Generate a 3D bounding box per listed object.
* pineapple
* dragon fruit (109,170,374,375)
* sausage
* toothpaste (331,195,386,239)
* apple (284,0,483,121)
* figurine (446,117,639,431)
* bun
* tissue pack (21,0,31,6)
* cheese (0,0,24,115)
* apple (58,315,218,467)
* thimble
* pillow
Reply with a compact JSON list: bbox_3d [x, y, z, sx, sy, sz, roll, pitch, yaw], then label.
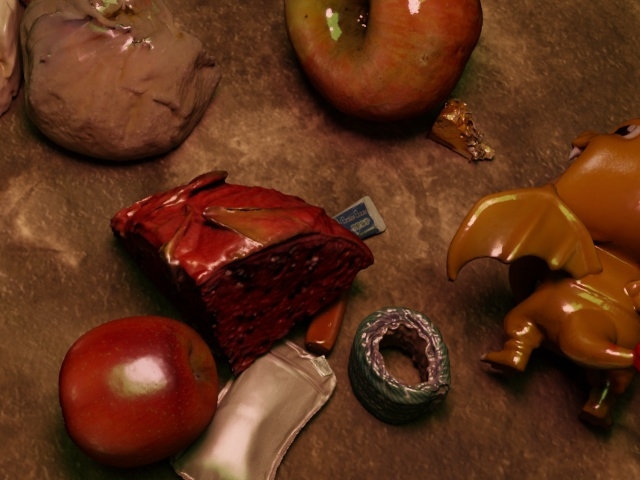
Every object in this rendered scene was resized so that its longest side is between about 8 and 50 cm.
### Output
[{"bbox_3d":[0.202,-0.152,1.774,0.077,0.114,0.114,-44,88,11],"label":"pineapple"},{"bbox_3d":[-0.154,0.027,1.545,0.330,0.302,0.240,18,89,34],"label":"dragon fruit"},{"bbox_3d":[0.013,0.089,1.609,0.041,0.039,0.131,12,57,9],"label":"sausage"},{"bbox_3d":[0.000,0.000,1.666,0.197,0.035,0.057,-27,82,-23],"label":"toothpaste"},{"bbox_3d":[0.099,-0.315,1.737,0.250,0.277,0.309,1,68,-54],"label":"apple"},{"bbox_3d":[0.401,0.035,1.560,0.401,0.268,0.387,24,72,20],"label":"figurine"},{"bbox_3d":[-0.290,-0.253,1.682,0.281,0.205,0.282,2,60,-4],"label":"bun"},{"bbox_3d":[-0.383,-0.401,1.842,0.155,0.065,0.115,-33,66,-22],"label":"tissue pack"},{"bbox_3d":[-0.556,-0.293,1.702,0.292,0.153,0.332,-9,62,-12],"label":"cheese"},{"bbox_3d":[-0.216,0.177,1.443,0.168,0.181,0.181,-16,59,13],"label":"apple"},{"bbox_3d":[0.098,0.157,1.549,0.118,0.090,0.135,-16,64,-13],"label":"thimble"},{"bbox_3d":[-0.080,0.218,1.520,0.130,0.038,0.233,30,60,9],"label":"pillow"}]
